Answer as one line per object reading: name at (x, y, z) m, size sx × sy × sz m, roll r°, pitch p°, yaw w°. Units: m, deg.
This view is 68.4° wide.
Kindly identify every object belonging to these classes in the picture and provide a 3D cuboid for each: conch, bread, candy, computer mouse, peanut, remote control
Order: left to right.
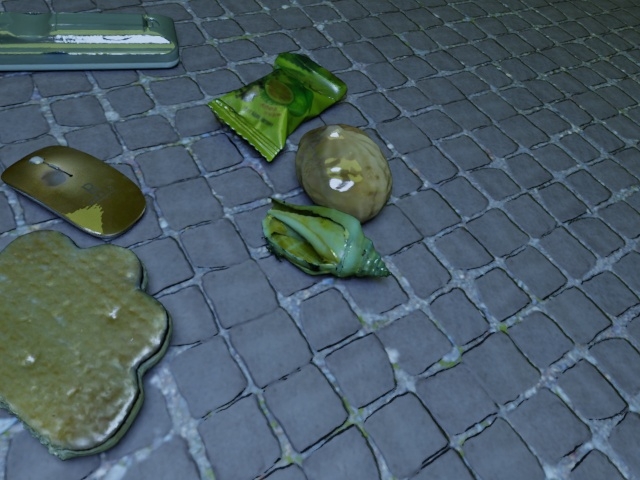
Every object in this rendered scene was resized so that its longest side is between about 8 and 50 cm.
bread at (-0.279, 0.089, 0.520) m, size 0.286 × 0.056 × 0.207 m, roll 36°, pitch 57°, yaw 15°
computer mouse at (-0.335, -0.073, 0.640) m, size 0.199 × 0.045 × 0.102 m, roll 30°, pitch 50°, yaw 10°
remote control at (-0.425, -0.356, 0.825) m, size 0.335 × 0.066 × 0.128 m, roll -8°, pitch 58°, yaw -18°
candy at (-0.072, -0.238, 0.809) m, size 0.149 × 0.069 × 0.246 m, roll 34°, pitch 49°, yaw 8°
conch at (0.003, 0.001, 0.639) m, size 0.200 × 0.080 × 0.095 m, roll 13°, pitch 63°, yaw 19°
peanut at (0.037, -0.099, 0.702) m, size 0.140 × 0.109 × 0.159 m, roll -15°, pitch 70°, yaw -10°
